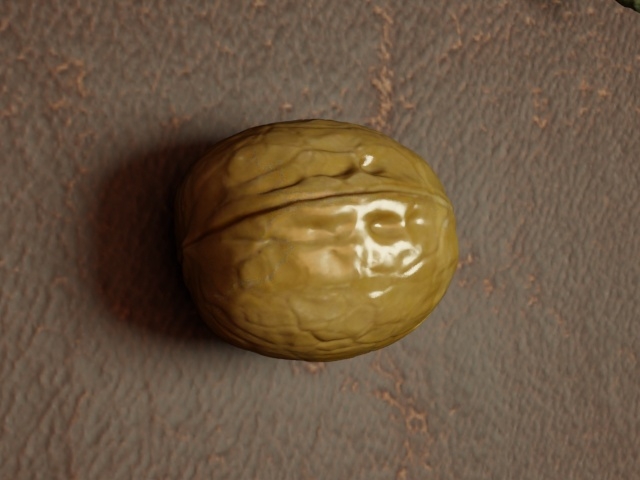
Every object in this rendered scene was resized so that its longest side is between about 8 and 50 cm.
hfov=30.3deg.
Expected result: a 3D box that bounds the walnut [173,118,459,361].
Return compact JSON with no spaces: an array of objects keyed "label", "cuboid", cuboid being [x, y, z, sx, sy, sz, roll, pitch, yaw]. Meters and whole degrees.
[{"label":"walnut","cuboid":[0.000,0.000,0.798,0.197,0.165,0.165,1,87,-19]}]

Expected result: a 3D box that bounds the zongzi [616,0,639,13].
[{"label":"zongzi","cuboid":[0.173,-0.421,0.901,0.393,0.174,0.356,36,63,-31]}]
